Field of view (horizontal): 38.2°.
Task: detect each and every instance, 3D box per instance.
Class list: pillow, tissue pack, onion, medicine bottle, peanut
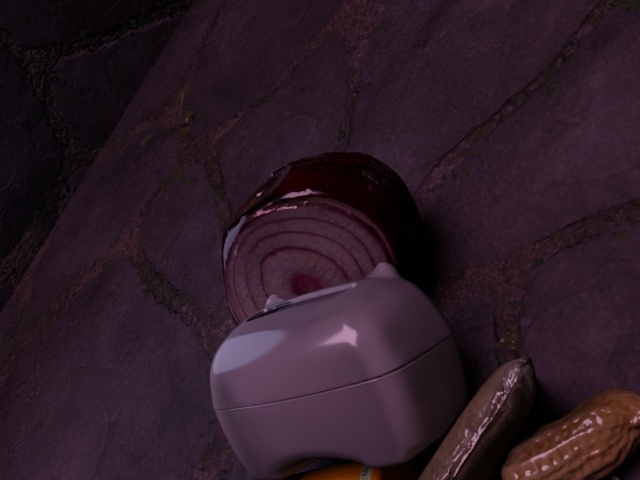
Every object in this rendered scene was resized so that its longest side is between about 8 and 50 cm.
[{"bbox_3d":[0.170,0.276,1.111,0.075,0.185,0.302,34,85,18],"label":"pillow"},{"bbox_3d":[0.014,0.178,1.260,0.333,0.236,0.229,-19,3,37],"label":"tissue pack"},{"bbox_3d":[0.000,0.000,1.464,0.337,0.281,0.260,-53,9,31],"label":"onion"},{"bbox_3d":[0.035,0.351,1.251,0.192,0.096,0.096,-22,44,36],"label":"medicine bottle"},{"bbox_3d":[0.297,0.239,1.060,0.194,0.093,0.083,-35,70,9],"label":"peanut"}]

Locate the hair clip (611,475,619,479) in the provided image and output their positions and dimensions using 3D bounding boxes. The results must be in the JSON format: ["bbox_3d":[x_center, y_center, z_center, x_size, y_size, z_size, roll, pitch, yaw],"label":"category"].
[{"bbox_3d":[0.352,0.307,0.963,0.049,0.049,0.173,-50,35,3],"label":"hair clip"}]
